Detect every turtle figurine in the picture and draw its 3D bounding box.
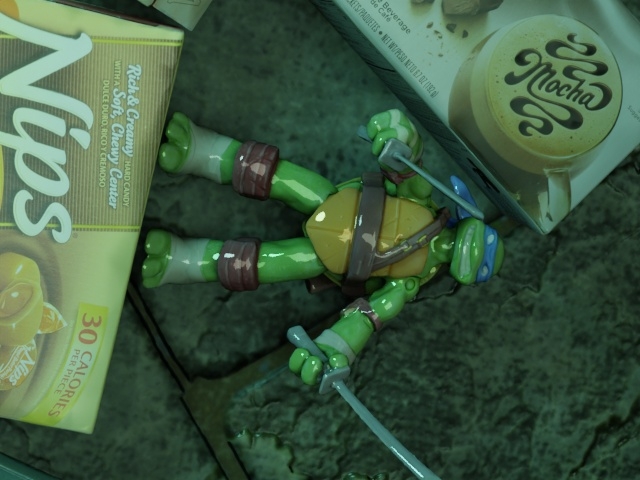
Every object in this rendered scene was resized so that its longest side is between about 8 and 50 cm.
[{"bbox_3d":[0.000,0.000,1.476,0.266,0.274,0.198,10,130,8],"label":"turtle figurine"}]

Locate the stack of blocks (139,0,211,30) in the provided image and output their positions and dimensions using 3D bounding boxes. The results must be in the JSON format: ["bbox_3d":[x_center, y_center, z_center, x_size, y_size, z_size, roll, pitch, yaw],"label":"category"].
[{"bbox_3d":[-0.164,-0.297,1.400,0.297,0.087,0.171,32,95,-42],"label":"stack of blocks"}]

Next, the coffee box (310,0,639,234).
[{"bbox_3d":[0.122,-0.172,1.536,0.168,0.119,0.297,-43,105,-2],"label":"coffee box"}]

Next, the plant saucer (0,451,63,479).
[{"bbox_3d":[-0.296,0.181,1.546,0.192,0.018,0.067,28,91,-15],"label":"plant saucer"}]

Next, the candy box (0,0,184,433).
[{"bbox_3d":[-0.228,-0.028,1.493,0.183,0.087,0.316,12,95,-14],"label":"candy box"}]
